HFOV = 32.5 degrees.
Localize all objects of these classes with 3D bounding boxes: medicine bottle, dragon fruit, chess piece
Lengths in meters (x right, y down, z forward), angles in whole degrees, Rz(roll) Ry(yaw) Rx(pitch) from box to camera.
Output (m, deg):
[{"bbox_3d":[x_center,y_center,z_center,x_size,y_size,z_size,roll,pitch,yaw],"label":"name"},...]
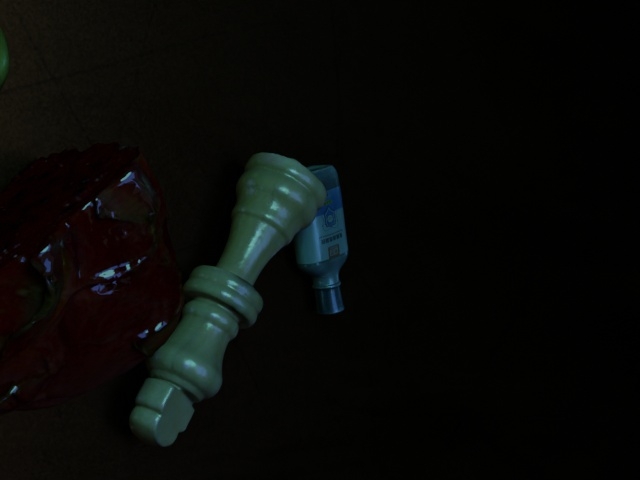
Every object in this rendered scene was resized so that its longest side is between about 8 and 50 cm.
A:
[{"bbox_3d":[0.000,0.000,1.556,0.090,0.053,0.208,-21,107,-46],"label":"medicine bottle"},{"bbox_3d":[-0.273,0.095,1.123,0.329,0.228,0.286,-45,124,-40],"label":"dragon fruit"},{"bbox_3d":[-0.122,0.077,1.378,0.117,0.117,0.397,47,59,-38],"label":"chess piece"}]

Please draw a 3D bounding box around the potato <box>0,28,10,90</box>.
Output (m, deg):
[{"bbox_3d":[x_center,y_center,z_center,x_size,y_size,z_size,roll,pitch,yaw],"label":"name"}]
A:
[{"bbox_3d":[-0.384,-0.155,1.088,0.188,0.105,0.085,-46,142,-23],"label":"potato"}]
